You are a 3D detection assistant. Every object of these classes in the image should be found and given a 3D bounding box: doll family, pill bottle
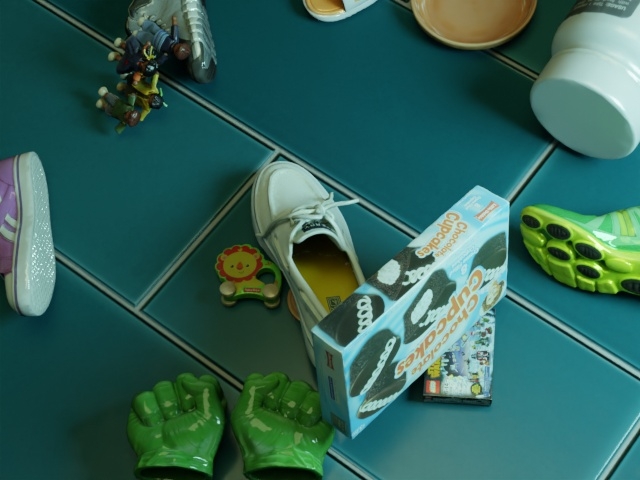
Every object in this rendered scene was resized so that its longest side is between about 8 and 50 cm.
[{"bbox_3d":[-0.269,-0.256,1.984,0.076,0.193,0.111,-3,26,-45],"label":"doll family"},{"bbox_3d":[0.467,-0.307,1.896,0.204,0.204,0.361,29,68,19],"label":"pill bottle"}]

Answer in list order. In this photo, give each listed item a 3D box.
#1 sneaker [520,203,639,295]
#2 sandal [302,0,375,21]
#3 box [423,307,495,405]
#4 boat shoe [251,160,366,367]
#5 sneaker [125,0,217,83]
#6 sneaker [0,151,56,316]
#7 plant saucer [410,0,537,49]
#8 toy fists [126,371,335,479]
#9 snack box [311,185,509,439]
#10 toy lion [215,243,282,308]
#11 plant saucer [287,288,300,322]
[{"bbox_3d":[0.423,0.008,1.803,0.295,0.109,0.123,16,43,14],"label":"sneaker"},{"bbox_3d":[0.086,-0.449,2.080,0.265,0.076,0.102,-29,63,-10],"label":"sandal"},{"bbox_3d":[0.191,0.157,1.772,0.094,0.027,0.137,2,62,7],"label":"box"},{"bbox_3d":[-0.008,0.003,1.781,0.136,0.156,0.367,-8,53,-13],"label":"boat shoe"},{"bbox_3d":[-0.242,-0.325,2.050,0.132,0.086,0.229,-15,55,6],"label":"sneaker"},{"bbox_3d":[-0.476,0.007,1.881,0.161,0.102,0.282,-14,51,1],"label":"sneaker"},{"bbox_3d":[0.243,-0.379,2.051,0.200,0.037,0.200,-3,61,4],"label":"plant saucer"},{"bbox_3d":[-0.120,0.242,1.717,0.279,0.096,0.142,-2,60,6],"label":"toy fists"},{"bbox_3d":[0.123,0.091,1.672,0.060,0.187,0.322,33,59,31],"label":"snack box"},{"bbox_3d":[-0.103,0.048,1.858,0.100,0.034,0.096,3,55,7],"label":"toy lion"},{"bbox_3d":[-0.006,0.082,1.838,0.083,0.013,0.083,-3,61,5],"label":"plant saucer"}]
